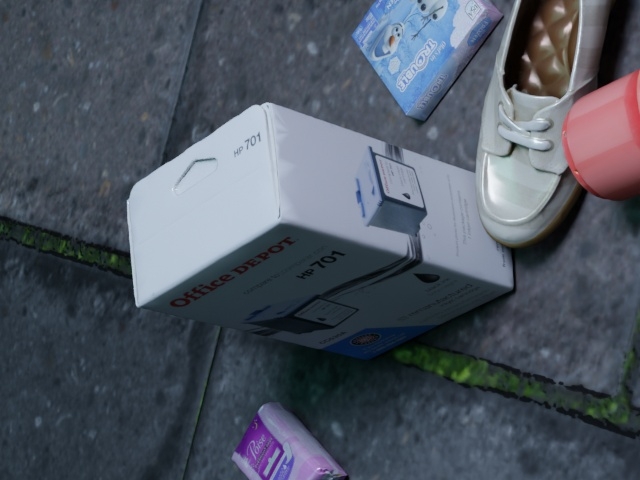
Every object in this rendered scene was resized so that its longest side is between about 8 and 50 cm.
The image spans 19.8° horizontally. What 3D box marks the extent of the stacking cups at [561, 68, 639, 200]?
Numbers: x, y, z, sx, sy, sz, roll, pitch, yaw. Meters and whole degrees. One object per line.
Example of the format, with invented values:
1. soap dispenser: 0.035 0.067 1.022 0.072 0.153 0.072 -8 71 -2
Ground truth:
1. stacking cups: 0.253 -0.090 0.921 0.316 0.096 0.096 -26 60 43

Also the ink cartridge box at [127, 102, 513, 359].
1. ink cartridge box: 0.000 0.000 1.111 0.140 0.191 0.082 -30 57 41

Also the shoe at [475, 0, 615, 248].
1. shoe: 0.130 -0.104 1.085 0.076 0.058 0.219 13 87 36

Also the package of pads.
1. package of pads: -0.020 0.149 1.215 0.083 0.032 0.050 44 110 46

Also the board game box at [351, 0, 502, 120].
1. board game box: 0.068 -0.141 1.207 0.090 0.020 0.090 -54 46 24
